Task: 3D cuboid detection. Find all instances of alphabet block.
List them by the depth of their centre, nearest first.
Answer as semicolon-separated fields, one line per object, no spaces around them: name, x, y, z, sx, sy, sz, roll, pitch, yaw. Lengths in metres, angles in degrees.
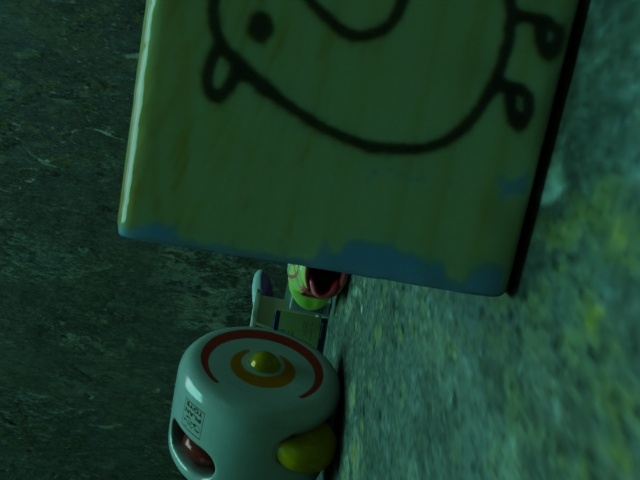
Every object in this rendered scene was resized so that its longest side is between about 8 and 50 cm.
alphabet block;0.012;-0.099;0.401;0.193;0.192;0.197;-107;26;-77

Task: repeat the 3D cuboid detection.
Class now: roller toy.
roller toy;-0.077;0.196;0.862;0.209;0.191;0.146;-88;10;-66

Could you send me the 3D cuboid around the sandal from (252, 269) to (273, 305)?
sandal;-0.111;0.264;1.926;0.169;0.102;0.416;80;-178;-56

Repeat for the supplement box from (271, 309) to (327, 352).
supplement box;-0.039;0.161;1.177;0.056;0.083;0.083;117;163;-77

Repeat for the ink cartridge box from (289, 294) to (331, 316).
ink cartridge box;-0.015;0.079;1.202;0.115;0.063;0.029;-87;11;-64

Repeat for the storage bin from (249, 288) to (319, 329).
storage bin;-0.090;0.269;1.359;0.262;0.123;0.260;108;172;-60

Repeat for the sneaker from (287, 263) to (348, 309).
sneaker;-0.003;0.048;1.008;0.208;0.081;0.094;106;171;-53
